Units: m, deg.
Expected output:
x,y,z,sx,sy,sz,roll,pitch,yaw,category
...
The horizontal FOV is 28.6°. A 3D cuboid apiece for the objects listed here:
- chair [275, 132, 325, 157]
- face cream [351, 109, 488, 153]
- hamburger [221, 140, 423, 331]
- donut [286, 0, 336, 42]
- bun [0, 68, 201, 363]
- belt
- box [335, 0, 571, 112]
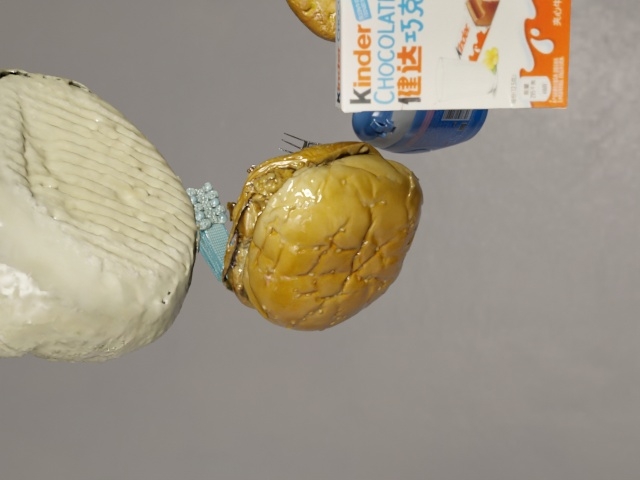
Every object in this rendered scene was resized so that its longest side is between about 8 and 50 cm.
x,y,z,sx,sy,sz,roll,pitch,yaw,category
-0.023,-0.132,1.923,0.086,0.042,0.037,16,37,0,chair
0.149,-0.195,1.949,0.264,0.149,0.083,-6,48,-48,face cream
0.000,0.000,1.818,0.319,0.318,0.158,-2,37,-39,hamburger
0.043,-0.434,2.053,0.227,0.226,0.114,2,32,3,donut
-0.310,-0.013,1.388,0.211,0.359,0.360,-47,-24,29,bun
-0.184,-0.004,2.215,0.065,0.100,0.179,-17,55,-27,belt
0.147,-0.279,1.388,0.265,0.273,0.048,-3,12,-8,box
